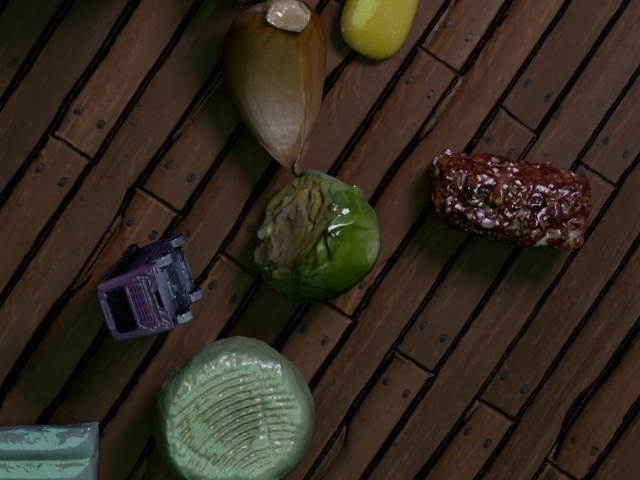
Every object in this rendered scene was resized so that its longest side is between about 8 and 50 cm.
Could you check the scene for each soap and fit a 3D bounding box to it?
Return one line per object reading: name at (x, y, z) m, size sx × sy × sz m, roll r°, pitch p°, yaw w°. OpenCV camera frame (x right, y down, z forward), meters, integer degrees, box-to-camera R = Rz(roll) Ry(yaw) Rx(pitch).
soap at (0.084, -0.299, 1.901) m, size 0.089 × 0.033 × 0.168 m, roll 25°, pitch 94°, yaw -25°

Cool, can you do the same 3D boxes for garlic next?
garlic at (-0.043, -0.192, 1.866) m, size 0.115 × 0.128 × 0.206 m, roll -34°, pitch 126°, yaw -46°

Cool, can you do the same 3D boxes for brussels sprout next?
brussels sprout at (0.005, 0.002, 1.892) m, size 0.122 × 0.152 × 0.149 m, roll 34°, pitch 65°, yaw -39°

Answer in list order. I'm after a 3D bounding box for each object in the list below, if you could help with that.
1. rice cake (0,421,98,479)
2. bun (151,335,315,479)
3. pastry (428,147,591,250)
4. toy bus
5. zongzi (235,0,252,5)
rice cake at (-0.381, 0.262, 1.916) m, size 0.226 × 0.040 × 0.085 m, roll 0°, pitch 99°, yaw -8°
bun at (-0.107, 0.213, 1.909) m, size 0.195 × 0.118 × 0.195 m, roll -1°, pitch 93°, yaw -12°
pastry at (0.228, -0.046, 1.926) m, size 0.209 × 0.115 × 0.097 m, roll 9°, pitch 109°, yaw -11°
toy bus at (-0.200, 0.054, 1.845) m, size 0.098 × 0.178 × 0.086 m, roll -18°, pitch 100°, yaw 7°
zongzi at (-0.074, -0.361, 1.867) m, size 0.187 × 0.184 × 0.084 m, roll -23°, pitch 138°, yaw -37°
